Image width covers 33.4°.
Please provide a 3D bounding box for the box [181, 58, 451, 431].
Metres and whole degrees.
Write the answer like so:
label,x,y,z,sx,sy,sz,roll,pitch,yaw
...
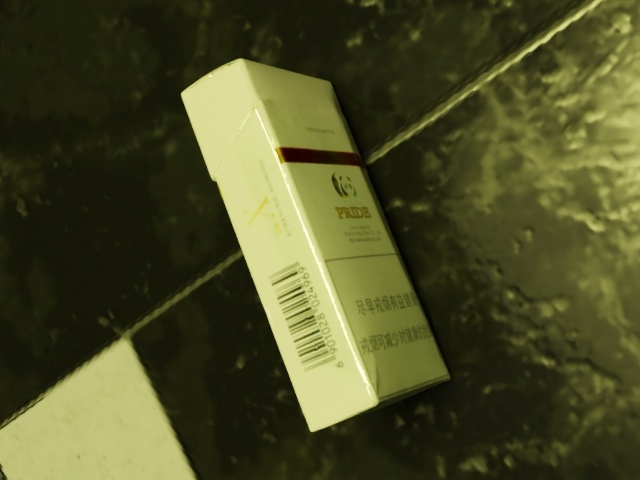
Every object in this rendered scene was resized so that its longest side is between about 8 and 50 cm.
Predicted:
label,x,y,z,sx,sy,sz,roll,pitch,yaw
box,0.000,0.000,0.466,0.040,0.084,0.154,-28,78,28
